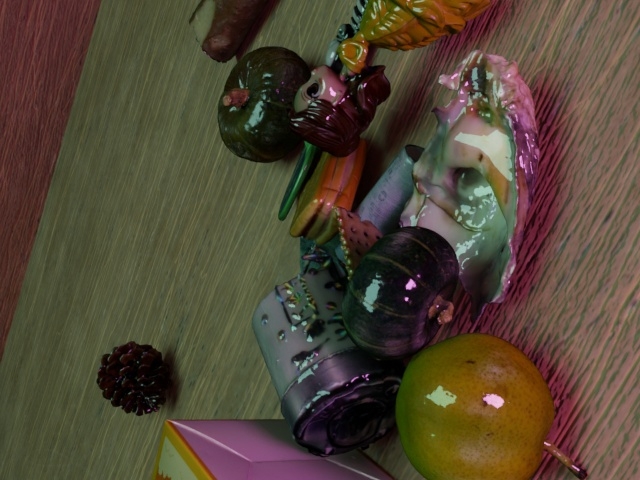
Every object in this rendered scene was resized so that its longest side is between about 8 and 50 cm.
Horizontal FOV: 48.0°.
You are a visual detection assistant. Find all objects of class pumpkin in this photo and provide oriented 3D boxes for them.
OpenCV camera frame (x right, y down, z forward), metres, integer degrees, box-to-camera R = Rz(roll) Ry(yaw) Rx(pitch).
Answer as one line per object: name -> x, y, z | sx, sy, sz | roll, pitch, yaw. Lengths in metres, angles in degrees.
pumpkin -> 0.097, 0.065, 0.857 | 0.125, 0.167, 0.167 | 38, 121, 8
pumpkin -> -0.116, -0.250, 1.341 | 0.219, 0.162, 0.218 | -14, 72, 49

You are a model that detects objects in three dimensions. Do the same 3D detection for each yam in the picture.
yam -> -0.184, -0.508, 1.538 | 0.238, 0.129, 0.128 | -42, 14, 42

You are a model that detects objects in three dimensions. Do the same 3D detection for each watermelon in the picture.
watermelon -> 0.000, 0.004, 1.209 | 0.094, 0.081, 0.180 | -140, 68, -80

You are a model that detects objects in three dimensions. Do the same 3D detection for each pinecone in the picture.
pinecone -> -0.414, 0.323, 1.636 | 0.165, 0.163, 0.162 | 33, 109, 46

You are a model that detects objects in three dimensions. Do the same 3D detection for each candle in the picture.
candle -> 0.000, 0.134, 1.049 | 0.187, 0.188, 0.330 | -55, 43, 32

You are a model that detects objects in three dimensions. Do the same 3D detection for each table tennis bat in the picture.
table tennis bat -> -0.021, -0.146, 1.228 | 0.160, 0.039, 0.257 | -80, 16, -59

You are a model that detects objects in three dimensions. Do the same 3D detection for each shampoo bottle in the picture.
shampoo bottle -> 0.093, -0.046, 1.067 | 0.214, 0.072, 0.072 | -53, 43, 34

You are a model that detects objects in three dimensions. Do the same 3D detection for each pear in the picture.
pear -> 0.192, 0.200, 0.798 | 0.216, 0.166, 0.180 | 18, 84, 24

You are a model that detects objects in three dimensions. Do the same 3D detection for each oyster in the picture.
oyster -> 0.194, -0.059, 0.894 | 0.271, 0.100, 0.275 | -43, 68, 43

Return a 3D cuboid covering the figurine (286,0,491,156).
figurine -> 0.066, -0.266, 1.007 | 0.315, 0.168, 0.187 | -47, 54, 18

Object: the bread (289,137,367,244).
bread -> 0.017, -0.086, 1.135 | 0.116, 0.077, 0.200 | 118, 173, -48

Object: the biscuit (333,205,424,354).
biscuit -> 0.084, 0.059, 0.987 | 0.016, 0.144, 0.203 | -29, 60, 35

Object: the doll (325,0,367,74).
doll -> 0.060, -0.339, 1.184 | 0.091, 0.067, 0.219 | -86, 22, -60

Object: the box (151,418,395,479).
box -> -0.065, 0.395, 0.994 | 0.260, 0.284, 0.213 | 22, 99, 56
